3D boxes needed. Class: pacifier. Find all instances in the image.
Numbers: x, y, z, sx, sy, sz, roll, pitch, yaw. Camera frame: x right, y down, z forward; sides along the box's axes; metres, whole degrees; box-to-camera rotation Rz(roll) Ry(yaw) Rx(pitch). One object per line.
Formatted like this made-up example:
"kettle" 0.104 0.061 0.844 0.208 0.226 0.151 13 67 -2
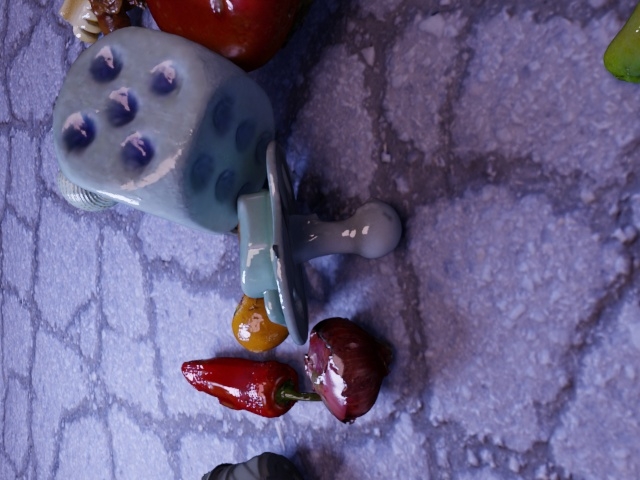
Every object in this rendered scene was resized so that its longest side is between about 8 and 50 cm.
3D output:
"pacifier" 0.000 0.000 0.780 0.269 0.288 0.343 -5 68 3

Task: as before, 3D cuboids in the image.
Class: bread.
"bread" -0.601 -0.597 1.208 0.177 0.084 0.119 -44 71 29

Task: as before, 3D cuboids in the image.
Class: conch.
"conch" -0.554 -0.152 1.186 0.200 0.131 0.172 20 82 -7

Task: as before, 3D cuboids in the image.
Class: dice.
"dice" -0.249 -0.171 0.796 0.263 0.268 0.264 20 86 16

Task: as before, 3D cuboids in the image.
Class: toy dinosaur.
"toy dinosaur" -0.493 -0.583 1.104 0.208 0.097 0.432 -19 101 24

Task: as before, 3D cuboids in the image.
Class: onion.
"onion" 0.053 0.213 0.792 0.184 0.147 0.183 172 90 -78

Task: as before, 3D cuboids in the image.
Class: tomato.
"tomato" -0.138 -0.453 0.754 0.290 0.293 0.325 33 153 -9

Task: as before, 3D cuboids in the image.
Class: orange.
"orange" -0.105 0.149 0.897 0.118 0.135 0.135 25 112 -5

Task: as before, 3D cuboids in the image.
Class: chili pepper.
"chili pepper" -0.151 0.289 0.951 0.388 0.110 0.110 -3 92 38

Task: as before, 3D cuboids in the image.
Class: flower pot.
"flower pot" -0.109 0.504 0.892 0.140 0.235 0.235 -41 69 7

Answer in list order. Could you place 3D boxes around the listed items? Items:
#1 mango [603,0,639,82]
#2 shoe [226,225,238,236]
"mango" 0.419 -0.269 0.503 0.233 0.111 0.125 -37 58 44
"shoe" -0.196 -0.060 0.959 0.251 0.100 0.103 8 99 32
